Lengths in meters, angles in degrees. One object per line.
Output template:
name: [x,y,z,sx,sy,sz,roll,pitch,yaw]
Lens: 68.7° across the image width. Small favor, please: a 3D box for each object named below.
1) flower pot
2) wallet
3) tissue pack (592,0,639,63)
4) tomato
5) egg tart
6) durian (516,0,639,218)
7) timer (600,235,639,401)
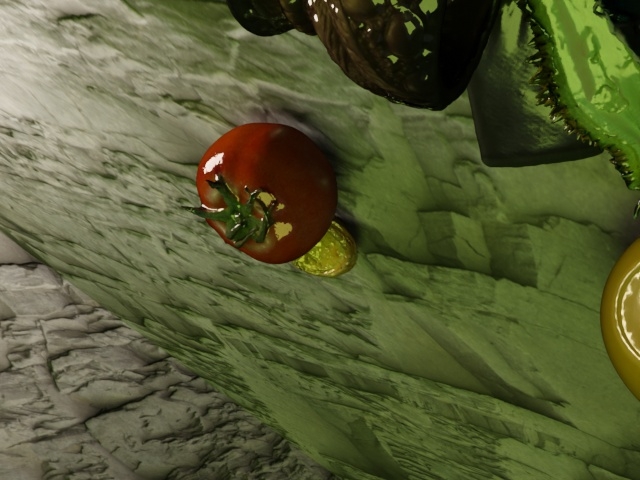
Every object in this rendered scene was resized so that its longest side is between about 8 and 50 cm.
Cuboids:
flower pot: [0.048,-0.301,0.507,0.267,0.266,0.266,23,144,22]
wallet: [0.285,-0.212,0.630,0.169,0.052,0.245,-2,131,30]
tissue pack: [0.456,-0.250,0.320,0.264,0.253,0.417,40,142,-16]
tomato: [-0.094,-0.086,0.841,0.256,0.224,0.255,16,132,19]
egg tart: [0.000,0.000,1.016,0.191,0.074,0.191,16,140,13]
durian: [0.314,-0.176,0.536,0.132,0.106,0.375,-27,120,37]
timer: [0.602,0.119,0.634,0.387,0.376,0.376,14,147,-22]
